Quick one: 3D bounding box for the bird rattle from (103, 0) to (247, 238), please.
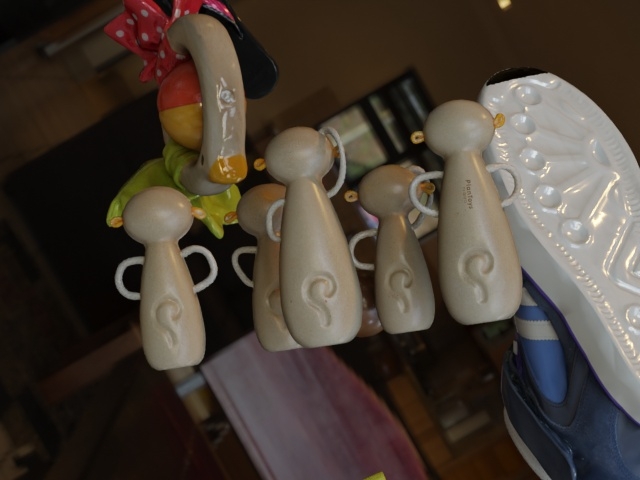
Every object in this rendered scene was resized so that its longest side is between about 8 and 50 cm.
[{"bbox_3d":[-0.111,-0.130,1.175,0.207,0.143,0.254,180,-87,-65],"label":"bird rattle"}]

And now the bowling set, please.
[{"bbox_3d":[0.000,0.000,0.947,0.200,0.287,0.154,61,21,-86],"label":"bowling set"}]

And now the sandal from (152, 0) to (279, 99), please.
[{"bbox_3d":[-0.113,-0.216,1.291,0.179,0.067,0.040,46,22,5],"label":"sandal"}]

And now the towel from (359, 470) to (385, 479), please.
[{"bbox_3d":[-0.076,0.180,0.609,0.102,0.237,0.021,86,-18,-49],"label":"towel"}]

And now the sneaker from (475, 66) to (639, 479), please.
[{"bbox_3d":[0.178,0.054,1.011,0.323,0.130,0.236,65,-26,24],"label":"sneaker"}]
